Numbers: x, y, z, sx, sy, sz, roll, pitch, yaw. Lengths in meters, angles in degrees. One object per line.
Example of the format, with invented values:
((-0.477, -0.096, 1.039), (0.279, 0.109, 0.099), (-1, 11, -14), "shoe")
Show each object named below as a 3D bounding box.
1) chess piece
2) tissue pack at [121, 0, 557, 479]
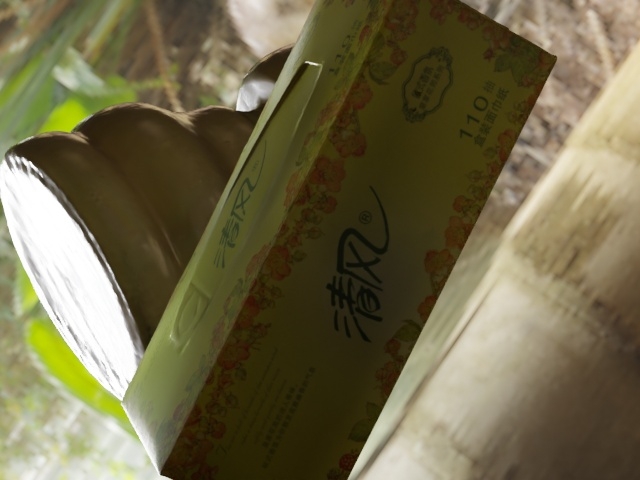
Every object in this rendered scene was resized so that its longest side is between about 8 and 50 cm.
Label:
((-0.018, -0.047, 0.855), (0.167, 0.299, 0.167), (44, 152, 30), "chess piece")
((0.000, 0.000, 0.508), (0.062, 0.176, 0.095), (27, -178, -18), "tissue pack")
